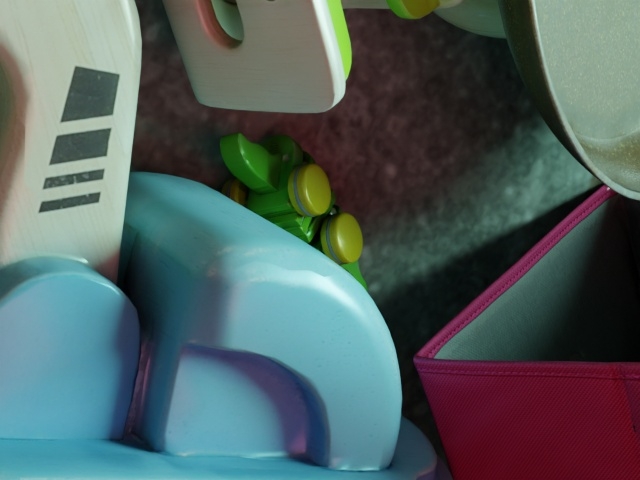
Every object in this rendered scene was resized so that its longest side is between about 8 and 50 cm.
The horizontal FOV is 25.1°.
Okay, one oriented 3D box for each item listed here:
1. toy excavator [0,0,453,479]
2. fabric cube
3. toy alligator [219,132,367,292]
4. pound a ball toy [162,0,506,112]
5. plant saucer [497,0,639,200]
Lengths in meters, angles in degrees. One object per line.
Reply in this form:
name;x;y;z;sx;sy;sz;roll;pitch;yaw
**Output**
toy excavator;-0.110;0.017;0.675;0.433;0.222;0.445;7;101;-32
fabric cube;0.249;0.121;0.804;0.254;0.259;0.258;-35;114;-45
toy alligator;0.000;0.000;0.818;0.190;0.056;0.051;56;39;-32
pound a ball toy;-0.009;-0.210;0.698;0.208;0.135;0.319;-42;127;-38
plant saucer;0.178;-0.178;0.784;0.310;0.050;0.311;-15;109;-49
